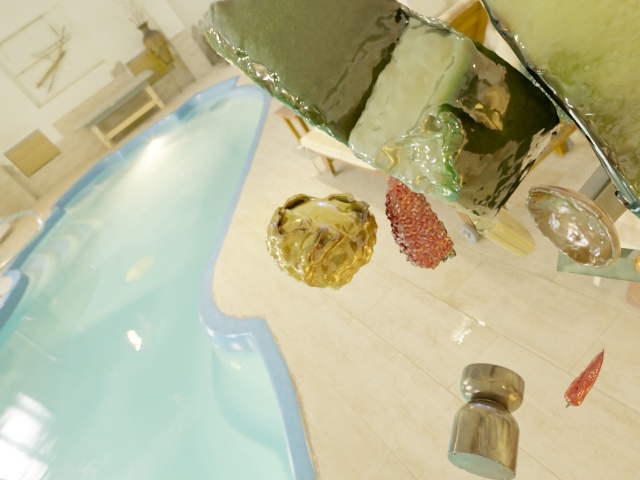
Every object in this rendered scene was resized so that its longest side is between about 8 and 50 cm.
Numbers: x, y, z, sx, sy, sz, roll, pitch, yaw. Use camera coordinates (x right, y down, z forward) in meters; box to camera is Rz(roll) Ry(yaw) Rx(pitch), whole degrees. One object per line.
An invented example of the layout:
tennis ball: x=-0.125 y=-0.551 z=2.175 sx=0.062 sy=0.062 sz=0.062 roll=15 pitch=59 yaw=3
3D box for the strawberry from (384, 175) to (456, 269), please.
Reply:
strawberry: x=0.199 y=-0.030 z=1.036 sx=0.106 sy=0.286 sz=0.188 roll=-39 pitch=36 yaw=2

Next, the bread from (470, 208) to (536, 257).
bread: x=0.436 y=-0.038 z=1.150 sx=0.060 sy=0.178 sz=0.140 roll=-47 pitch=36 yaw=28

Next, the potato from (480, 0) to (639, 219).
potato: x=0.262 y=-0.216 z=0.388 sx=0.212 sy=0.280 sz=0.330 roll=-39 pitch=21 yaw=32

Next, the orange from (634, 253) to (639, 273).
orange: x=1.029 y=0.074 z=1.474 sx=0.083 sy=0.083 sz=0.084 roll=-24 pitch=33 yaw=17

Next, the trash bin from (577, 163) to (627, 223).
trash bin: x=1.080 y=-0.182 z=1.772 sx=0.240 sy=0.164 sz=0.122 roll=-46 pitch=15 yaw=-5

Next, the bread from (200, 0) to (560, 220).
bread: x=0.058 y=-0.160 z=0.503 sx=0.129 sy=0.366 sz=0.382 roll=-58 pitch=25 yaw=15

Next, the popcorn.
popcorn: x=0.000 y=0.000 z=1.043 sx=0.250 sy=0.190 sz=0.250 roll=-5 pitch=54 yaw=7

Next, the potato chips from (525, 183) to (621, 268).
potato chips: x=0.494 y=-0.038 z=0.910 sx=0.061 sy=0.195 sz=0.208 roll=-35 pitch=18 yaw=-8

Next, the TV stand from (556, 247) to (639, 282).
TV stand: x=0.969 y=0.071 z=1.631 sx=0.269 sy=0.088 sz=0.083 roll=8 pitch=32 yaw=27

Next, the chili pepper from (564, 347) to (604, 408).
chili pepper: x=0.652 y=0.338 z=1.153 sx=0.178 sy=0.045 sz=0.027 roll=-52 pitch=-8 yaw=-6

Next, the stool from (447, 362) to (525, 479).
stool: x=0.467 y=0.505 z=1.326 sx=0.179 sy=0.179 sz=0.264 roll=-8 pitch=43 yaw=37

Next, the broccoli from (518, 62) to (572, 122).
broccoli: x=0.636 y=-0.426 z=1.200 sx=0.294 sy=0.265 sz=0.245 roll=14 pitch=74 yaw=54
